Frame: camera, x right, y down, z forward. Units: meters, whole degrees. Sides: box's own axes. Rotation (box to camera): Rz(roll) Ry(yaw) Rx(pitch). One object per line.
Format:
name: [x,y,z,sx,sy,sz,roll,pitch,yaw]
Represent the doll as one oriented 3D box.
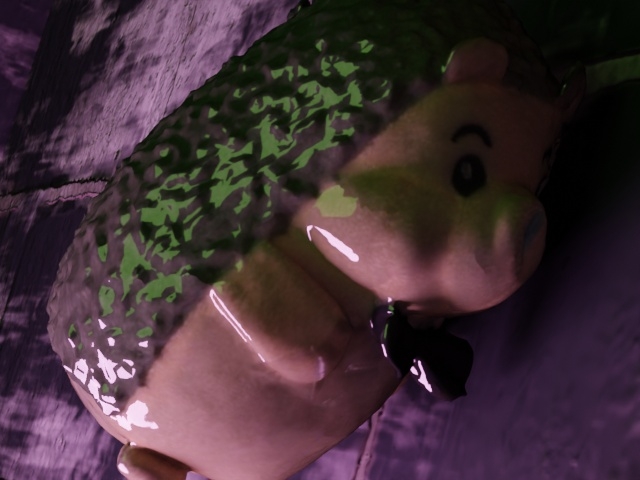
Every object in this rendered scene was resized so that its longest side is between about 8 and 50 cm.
doll: [0.000,0.000,0.942,0.349,0.247,0.247,-52,29,13]
